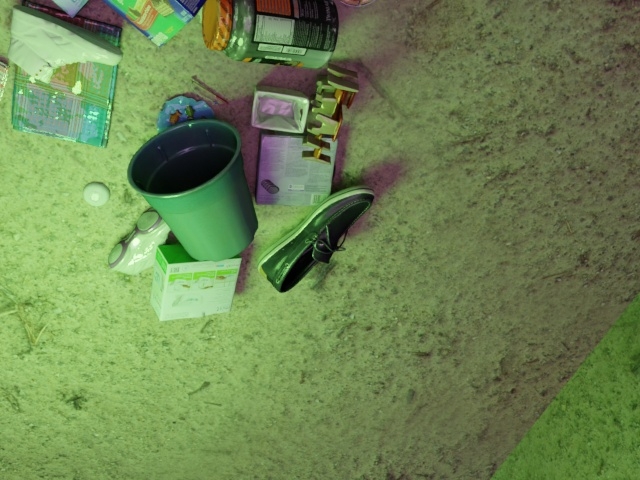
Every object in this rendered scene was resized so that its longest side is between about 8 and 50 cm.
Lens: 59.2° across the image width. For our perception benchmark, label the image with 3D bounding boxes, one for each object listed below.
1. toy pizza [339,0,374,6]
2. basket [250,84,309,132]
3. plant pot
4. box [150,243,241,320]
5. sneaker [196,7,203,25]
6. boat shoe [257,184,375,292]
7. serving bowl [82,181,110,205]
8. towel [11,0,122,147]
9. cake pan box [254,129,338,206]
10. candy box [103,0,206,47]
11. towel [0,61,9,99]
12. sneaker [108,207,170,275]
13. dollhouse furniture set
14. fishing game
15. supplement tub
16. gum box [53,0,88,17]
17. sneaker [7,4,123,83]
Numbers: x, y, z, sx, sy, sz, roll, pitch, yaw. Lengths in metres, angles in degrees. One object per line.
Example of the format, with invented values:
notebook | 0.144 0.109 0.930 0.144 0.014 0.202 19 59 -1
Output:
toy pizza | 0.110 -0.778 1.621 0.201 0.032 0.201 -5 119 -9
basket | -0.129 -0.408 1.739 0.167 0.103 0.113 6 118 -13
plant pot | -0.355 -0.131 1.719 0.341 0.341 0.334 -18 135 -1
box | -0.425 0.137 1.923 0.261 0.127 0.231 -5 123 -34
sneaker | -0.275 -0.732 1.531 0.146 0.102 0.294 -4 120 -20
boat shoe | 0.000 0.000 1.928 0.500 0.156 0.186 -39 153 15
serving bowl | -0.722 -0.145 1.814 0.083 0.027 0.083 -5 120 -9
towel | -0.735 -0.464 1.628 0.271 0.040 0.370 11 116 -17
cake pan box | -0.078 -0.236 1.867 0.266 0.070 0.246 0 121 -11
candy box | -0.462 -0.667 1.411 0.317 0.268 0.122 38 69 -28
towel | -0.982 -0.438 1.600 0.144 0.029 0.197 21 113 -20
sneaker | -0.569 0.001 1.898 0.305 0.114 0.152 -41 138 12
dollhouse furniture set | 0.046 -0.391 1.683 0.135 0.259 0.262 13 130 -12
fishing game | -0.413 -0.357 1.750 0.189 0.041 0.264 30 109 -27
supplement tub | -0.137 -0.587 1.536 0.337 0.207 0.207 -3 120 -28
gum box | -0.679 -0.713 1.484 0.157 0.041 0.184 -47 118 3
sneaker | -0.699 -0.502 1.544 0.292 0.108 0.169 21 113 -10
